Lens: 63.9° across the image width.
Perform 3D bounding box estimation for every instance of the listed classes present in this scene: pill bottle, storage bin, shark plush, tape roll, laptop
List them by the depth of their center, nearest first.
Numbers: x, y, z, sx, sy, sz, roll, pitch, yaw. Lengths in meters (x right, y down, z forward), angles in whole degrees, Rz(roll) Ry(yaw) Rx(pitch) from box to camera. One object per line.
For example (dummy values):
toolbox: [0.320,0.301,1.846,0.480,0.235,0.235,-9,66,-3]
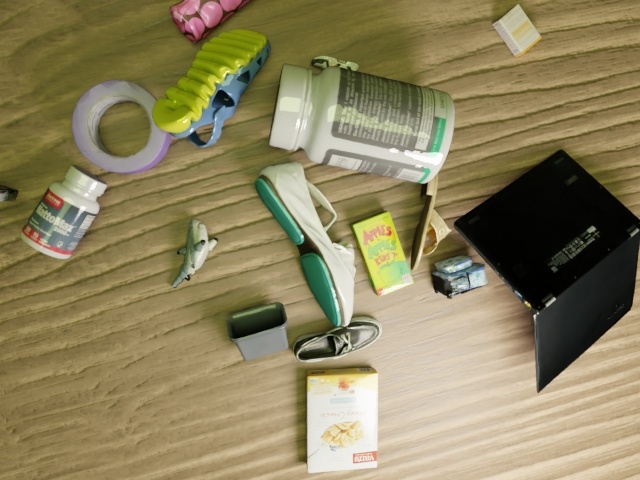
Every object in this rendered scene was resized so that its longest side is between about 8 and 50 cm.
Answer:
pill bottle: [-0.533,-0.062,1.079,0.108,0.108,0.180,32,90,-9]
tape roll: [-0.418,-0.238,1.092,0.189,0.080,0.189,-1,95,-8]
pill bottle: [0.081,-0.252,1.095,0.361,0.204,0.204,10,94,-9]
shark plush: [-0.294,0.034,1.164,0.067,0.073,0.161,30,112,10]
storage bin: [-0.138,0.210,1.173,0.135,0.098,0.091,-15,125,-7]
laptop: [0.554,0.067,1.234,0.382,0.236,0.408,-32,70,-20]

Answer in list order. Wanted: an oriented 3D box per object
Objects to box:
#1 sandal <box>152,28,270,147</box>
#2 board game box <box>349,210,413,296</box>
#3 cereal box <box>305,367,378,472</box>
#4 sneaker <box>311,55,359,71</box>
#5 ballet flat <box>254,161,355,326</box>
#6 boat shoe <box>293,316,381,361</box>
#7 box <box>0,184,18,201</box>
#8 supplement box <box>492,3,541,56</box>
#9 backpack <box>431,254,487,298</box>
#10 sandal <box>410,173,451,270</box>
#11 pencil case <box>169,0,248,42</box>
sandal: [-0.219,-0.322,1.099,0.126,0.138,0.317,31,73,28]
board game box: [0.144,0.030,1.211,0.092,0.043,0.181,-21,98,-5]
cereal box: [0.051,0.431,1.234,0.173,0.047,0.240,-2,96,-8]
sneaker: [0.032,-0.387,1.159,0.109,0.040,0.044,10,96,-8]
ballet flat: [0.000,0.000,1.157,0.139,0.139,0.400,-29,98,-4]
boat shoe: [0.045,0.240,1.204,0.219,0.070,0.078,-17,97,-6]
box: [-0.715,-0.114,1.055,0.137,0.094,0.027,19,93,-10]
supplement box: [0.463,-0.493,1.209,0.062,0.036,0.098,-40,99,-2]
backpack: [0.329,0.080,1.210,0.114,0.105,0.084,-12,95,-7]
sandal: [0.270,-0.043,1.200,0.079,0.088,0.240,9,89,-3]
pencil case: [-0.221,-0.517,1.083,0.209,0.098,0.095,-43,93,-2]
